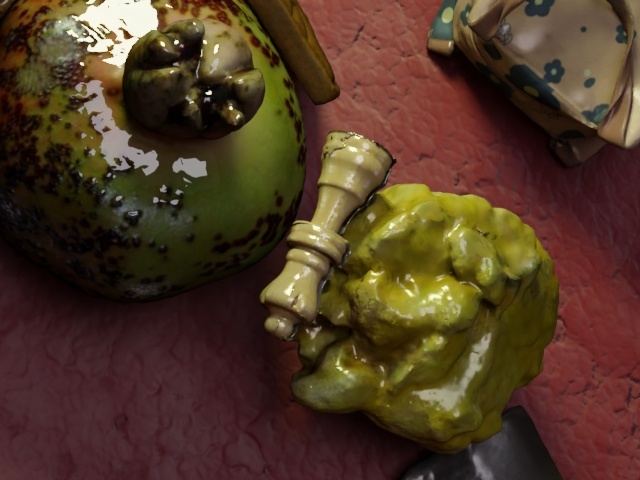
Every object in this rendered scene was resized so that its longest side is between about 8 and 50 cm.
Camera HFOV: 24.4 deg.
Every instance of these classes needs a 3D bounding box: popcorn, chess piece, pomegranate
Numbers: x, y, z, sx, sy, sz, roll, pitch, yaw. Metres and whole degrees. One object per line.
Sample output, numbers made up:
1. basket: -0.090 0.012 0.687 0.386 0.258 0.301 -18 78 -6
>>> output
1. popcorn: 0.077 0.063 1.266 0.266 0.192 0.233 -17 111 -28
2. chess piece: 0.000 0.000 1.159 0.060 0.060 0.172 27 75 -12
3. pomegranate: -0.132 -0.096 1.138 0.285 0.340 0.285 4 77 -18

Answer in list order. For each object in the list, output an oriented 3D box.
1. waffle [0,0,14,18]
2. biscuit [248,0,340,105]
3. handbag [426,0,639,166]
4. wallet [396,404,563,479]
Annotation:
1. waffle: -0.342 -0.125 1.095 0.091 0.213 0.308 36 87 0
2. biscuit: -0.040 -0.213 1.303 0.034 0.215 0.182 -30 121 5
3. handbag: 0.246 -0.203 1.409 0.251 0.190 0.193 39 81 -7
4. wallet: 0.191 0.313 1.309 0.165 0.042 0.310 -24 84 -27
